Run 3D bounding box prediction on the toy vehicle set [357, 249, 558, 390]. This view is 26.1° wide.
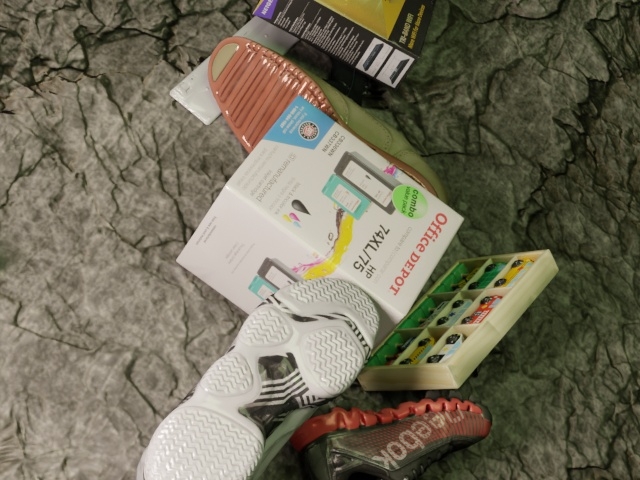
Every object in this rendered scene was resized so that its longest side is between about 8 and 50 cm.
[{"bbox_3d":[0.180,0.104,1.816,0.267,0.166,0.035,-43,113,-39],"label":"toy vehicle set"}]

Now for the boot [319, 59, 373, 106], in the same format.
[{"bbox_3d":[0.021,-0.236,2.026,0.121,0.045,0.099,26,53,-16],"label":"boot"}]

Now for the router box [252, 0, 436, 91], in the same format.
[{"bbox_3d":[0.055,-0.395,2.095,0.243,0.081,0.309,27,44,-9],"label":"router box"}]

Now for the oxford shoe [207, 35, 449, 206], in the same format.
[{"bbox_3d":[0.012,-0.142,1.934,0.397,0.140,0.146,43,25,6],"label":"oxford shoe"}]

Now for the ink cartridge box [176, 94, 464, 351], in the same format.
[{"bbox_3d":[0.000,0.000,1.769,0.270,0.197,0.198,36,52,-2],"label":"ink cartridge box"}]

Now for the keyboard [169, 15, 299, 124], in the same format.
[{"bbox_3d":[-0.117,-0.257,1.995,0.072,0.014,0.256,43,52,-2],"label":"keyboard"}]

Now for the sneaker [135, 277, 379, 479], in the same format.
[{"bbox_3d":[-0.086,0.195,1.591,0.137,0.210,0.366,43,55,4],"label":"sneaker"}]

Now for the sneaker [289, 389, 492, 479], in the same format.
[{"bbox_3d":[0.099,0.264,1.716,0.276,0.097,0.135,-3,62,-25],"label":"sneaker"}]

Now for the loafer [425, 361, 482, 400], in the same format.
[{"bbox_3d":[0.191,0.159,1.860,0.170,0.062,0.061,-37,103,-34],"label":"loafer"}]
